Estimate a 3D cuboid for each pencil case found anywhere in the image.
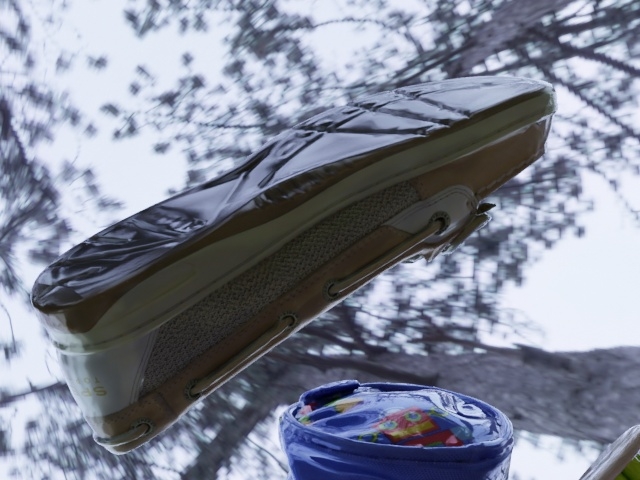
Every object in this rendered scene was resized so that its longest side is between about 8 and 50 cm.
[{"bbox_3d":[0.013,0.221,0.792,0.119,0.133,0.306,-6,-70,-54],"label":"pencil case"}]

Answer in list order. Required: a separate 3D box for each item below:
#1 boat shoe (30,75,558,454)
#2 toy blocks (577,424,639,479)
[{"bbox_3d":[0.000,0.001,0.401,0.153,0.056,0.048,-29,-67,-25],"label":"boat shoe"},{"bbox_3d":[0.211,0.136,0.741,0.148,0.054,0.123,44,-115,6],"label":"toy blocks"}]
